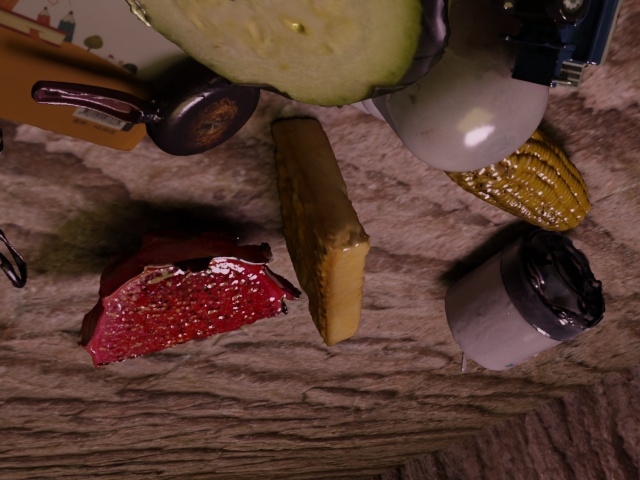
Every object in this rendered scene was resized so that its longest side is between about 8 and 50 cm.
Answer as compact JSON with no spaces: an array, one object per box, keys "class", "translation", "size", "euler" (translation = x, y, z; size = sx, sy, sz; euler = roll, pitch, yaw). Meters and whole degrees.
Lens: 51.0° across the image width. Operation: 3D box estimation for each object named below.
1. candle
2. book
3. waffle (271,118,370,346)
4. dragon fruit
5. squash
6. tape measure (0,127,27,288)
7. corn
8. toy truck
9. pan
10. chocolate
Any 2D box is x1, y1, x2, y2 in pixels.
[{"class":"candle","translation":[0.313,0.126,1.148],"size":[0.187,0.187,0.330],"euler":[4,148,-32]},{"class":"book","translation":[-0.165,-0.180,0.517],"size":[0.207,0.020,0.295],"euler":[14,141,-44]},{"class":"waffle","translation":[0.000,0.000,0.780],"size":[0.057,0.168,0.274],"euler":[-17,152,-9]},{"class":"dragon fruit","translation":[-0.169,0.036,0.821],"size":[0.274,0.126,0.161],"euler":[-15,143,-11]},{"class":"squash","translation":[-0.020,-0.185,0.395],"size":[0.220,0.133,0.220],"euler":[14,168,3]},{"class":"tape measure","translation":[-0.328,-0.030,0.564],"size":[0.107,0.180,0.104],"euler":[-27,166,20]},{"class":"corn","translation":[0.243,-0.082,0.812],"size":[0.115,0.115,0.317],"euler":[-33,148,31]},{"class":"toy truck","translation":[0.187,-0.211,0.474],"size":[0.088,0.074,0.202],"euler":[1,110,-28]},{"class":"pan","translation":[-0.139,-0.115,0.580],"size":[0.212,0.040,0.115],"euler":[-8,152,-46]},{"class":"chocolate","translation":[0.127,-0.135,0.601],"size":[0.221,0.147,0.221],"euler":[-21,162,-7]}]
